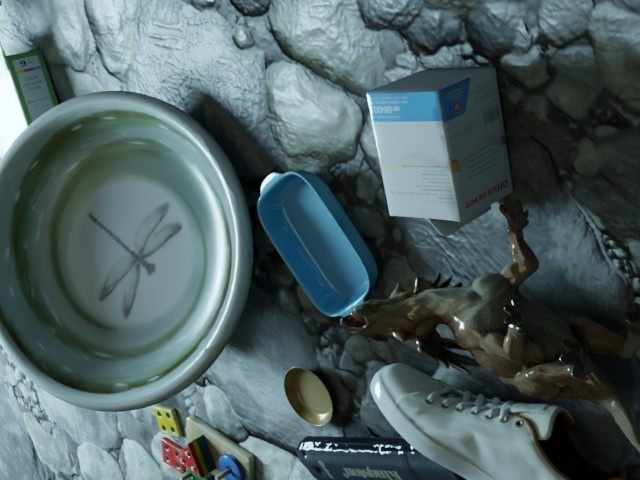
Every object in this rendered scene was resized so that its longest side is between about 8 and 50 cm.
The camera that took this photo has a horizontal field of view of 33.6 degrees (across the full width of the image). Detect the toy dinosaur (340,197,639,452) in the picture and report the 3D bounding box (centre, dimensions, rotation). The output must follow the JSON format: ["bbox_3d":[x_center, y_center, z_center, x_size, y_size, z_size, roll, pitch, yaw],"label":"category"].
[{"bbox_3d":[0.187,0.100,1.025,0.296,0.127,0.200,37,145,4],"label":"toy dinosaur"}]

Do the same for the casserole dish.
[{"bbox_3d":[0.000,0.000,1.214,0.188,0.037,0.114,56,138,6],"label":"casserole dish"}]

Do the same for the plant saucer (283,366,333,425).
[{"bbox_3d":[-0.012,0.195,1.347,0.083,0.015,0.083,23,126,35],"label":"plant saucer"}]

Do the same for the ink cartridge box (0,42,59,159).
[{"bbox_3d":[-0.435,-0.211,1.517,0.109,0.062,0.209,-6,105,47],"label":"ink cartridge box"}]

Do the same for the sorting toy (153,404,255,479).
[{"bbox_3d":[-0.165,0.340,1.557,0.275,0.046,0.132,27,128,34],"label":"sorting toy"}]

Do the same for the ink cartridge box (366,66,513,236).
[{"bbox_3d":[0.116,-0.084,1.009,0.090,0.092,0.143,7,115,44],"label":"ink cartridge box"}]

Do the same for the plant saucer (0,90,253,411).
[{"bbox_3d":[-0.252,0.013,1.358,0.401,0.100,0.400,0,89,21],"label":"plant saucer"}]

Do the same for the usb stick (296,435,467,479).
[{"bbox_3d":[0.079,0.264,1.261,0.278,0.045,0.077,-9,131,48],"label":"usb stick"}]

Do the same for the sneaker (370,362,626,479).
[{"bbox_3d":[0.187,0.191,1.099,0.290,0.106,0.123,34,115,24],"label":"sneaker"}]
